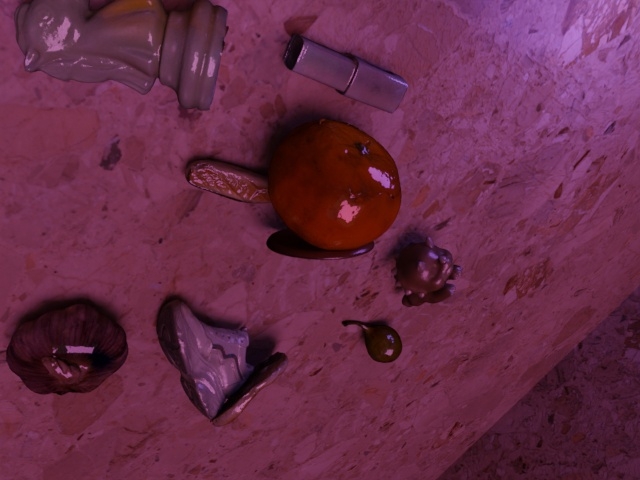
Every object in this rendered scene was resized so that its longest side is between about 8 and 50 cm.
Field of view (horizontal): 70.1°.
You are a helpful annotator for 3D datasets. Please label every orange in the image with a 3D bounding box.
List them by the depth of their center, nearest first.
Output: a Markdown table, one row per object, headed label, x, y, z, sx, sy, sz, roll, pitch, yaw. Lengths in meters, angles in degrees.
| label | x | y | z | sx | sy | sz | roll | pitch | yaw |
| --- | --- | --- | --- | --- | --- | --- | --- | --- | --- |
| orange | 0.030 | -0.113 | 0.945 | 0.283 | 0.284 | 0.226 | 7 | 139 | -32 |

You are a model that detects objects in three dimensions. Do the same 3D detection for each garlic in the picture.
| label | x | y | z | sx | sy | sz | roll | pitch | yaw |
| --- | --- | --- | --- | --- | --- | --- | --- | --- | --- |
| garlic | -0.556 | 0.259 | 1.018 | 0.244 | 0.161 | 0.245 | -15 | 133 | -17 |

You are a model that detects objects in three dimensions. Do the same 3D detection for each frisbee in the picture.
| label | x | y | z | sx | sy | sz | roll | pitch | yaw |
| --- | --- | --- | --- | --- | --- | --- | --- | --- | --- |
| frisbee | 0.000 | 0.000 | 1.053 | 0.250 | 0.250 | 0.021 | -5 | 106 | -25 |

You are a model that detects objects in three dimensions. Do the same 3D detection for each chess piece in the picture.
| label | x | y | z | sx | sy | sz | roll | pitch | yaw |
| --- | --- | --- | --- | --- | --- | --- | --- | --- | --- |
| chess piece | -0.303 | -0.316 | 0.708 | 0.298 | 0.176 | 0.176 | 8 | 123 | -18 |

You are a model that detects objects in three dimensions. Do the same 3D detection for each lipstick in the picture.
| label | x | y | z | sx | sy | sz | roll | pitch | yaw |
| --- | --- | --- | --- | --- | --- | --- | --- | --- | --- |
| lipstick | 0.052 | -0.332 | 0.915 | 0.252 | 0.079 | 0.077 | 9 | 123 | -32 |

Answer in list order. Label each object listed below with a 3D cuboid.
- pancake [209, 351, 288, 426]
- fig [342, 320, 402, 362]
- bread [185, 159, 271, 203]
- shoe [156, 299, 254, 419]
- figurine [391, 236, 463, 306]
| label | x | y | z | sx | sy | sz | roll | pitch | yaw |
| --- | --- | --- | --- | --- | --- | --- | --- | --- | --- |
| pancake | -0.197 | 0.414 | 1.293 | 0.282 | 0.049 | 0.282 | -42 | 179 | -1 |
| fig | 0.165 | 0.316 | 1.512 | 0.236 | 0.124 | 0.124 | 35 | 107 | -17 |
| bread | -0.184 | -0.125 | 0.977 | 0.214 | 0.053 | 0.073 | 12 | 116 | -32 |
| shoe | -0.288 | 0.278 | 1.208 | 0.210 | 0.132 | 0.342 | -35 | 119 | -37 |
| figurine | 0.287 | 0.090 | 1.337 | 0.173 | 0.247 | 0.177 | 35 | 80 | -7 |
